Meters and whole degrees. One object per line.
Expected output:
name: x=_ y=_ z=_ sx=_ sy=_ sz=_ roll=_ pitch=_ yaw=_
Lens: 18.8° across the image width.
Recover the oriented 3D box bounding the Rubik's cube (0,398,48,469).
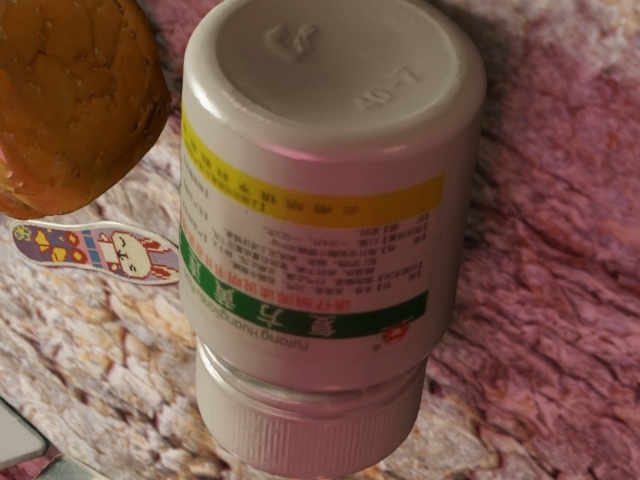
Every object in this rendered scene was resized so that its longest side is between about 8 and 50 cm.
Rubik's cube: x=-0.455 y=0.183 z=1.935 sx=0.228 sy=0.233 sz=0.229 roll=30 pitch=-163 yaw=-46

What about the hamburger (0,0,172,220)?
hamburger: x=-0.218 y=-0.124 z=1.476 sx=0.108 sy=0.214 sz=0.213 roll=-9 pitch=118 yaw=42

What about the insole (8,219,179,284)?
insole: x=-0.199 y=0.007 z=1.710 sx=0.197 sy=0.004 sz=0.065 roll=8 pitch=128 yaw=31

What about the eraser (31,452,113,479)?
eraser: x=-0.286 y=0.384 z=2.014 sx=0.096 sy=0.098 sz=0.404 roll=32 pitch=136 yaw=11

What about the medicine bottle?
medicine bottle: x=0.000 y=0.000 z=1.412 sx=0.208 sy=0.208 sz=0.339 roll=23 pitch=134 yaw=19
